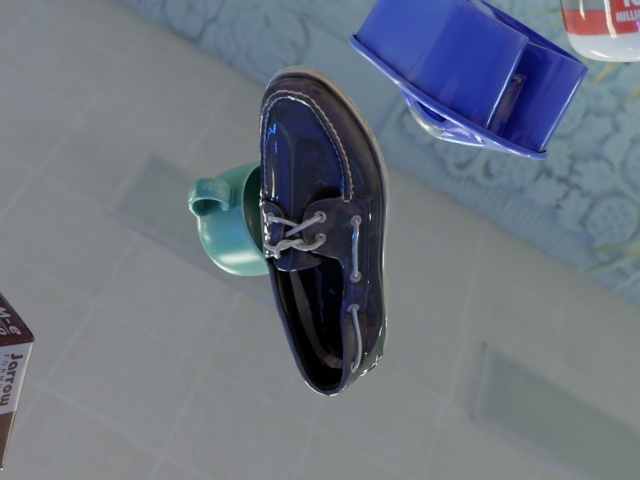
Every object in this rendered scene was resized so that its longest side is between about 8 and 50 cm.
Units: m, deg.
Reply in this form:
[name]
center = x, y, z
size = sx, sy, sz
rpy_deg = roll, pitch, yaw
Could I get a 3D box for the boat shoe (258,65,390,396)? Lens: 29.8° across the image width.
[boat shoe]
center = 0.000, 0.000, 0.718
size = 0.075, 0.206, 0.065
rpy_deg = 2, -151, 23

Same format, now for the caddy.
[caddy]
center = 0.180, -0.221, 1.567
size = 0.241, 0.179, 0.341
rpy_deg = 17, -160, -34

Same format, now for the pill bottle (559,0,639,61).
[pill bottle]
center = 0.250, -0.328, 0.865
size = 0.210, 0.210, 0.363
rpy_deg = -34, -66, -51

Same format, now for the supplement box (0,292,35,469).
[supplement box]
center = -0.327, 0.112, 0.818
size = 0.239, 0.130, 0.073
rpy_deg = -7, -144, -42

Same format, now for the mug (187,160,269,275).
[mug]
center = -0.089, -0.033, 1.408
size = 0.158, 0.097, 0.129
rpy_deg = 57, -136, -24
